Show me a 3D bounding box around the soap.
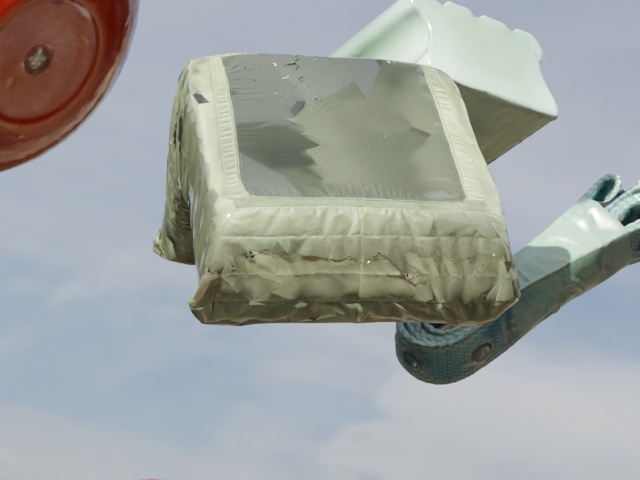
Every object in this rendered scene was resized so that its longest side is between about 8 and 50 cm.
[{"bbox_3d":[0.046,-0.085,1.514,0.160,0.087,0.265,15,-38,-42],"label":"soap"}]

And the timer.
[{"bbox_3d":[-0.369,-0.248,1.931,0.279,0.378,0.378,39,-2,32],"label":"timer"}]

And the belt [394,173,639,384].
[{"bbox_3d":[0.195,0.029,1.680,0.087,0.302,0.072,42,-27,38],"label":"belt"}]

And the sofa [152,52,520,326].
[{"bbox_3d":[0.000,0.000,1.196,0.210,0.225,0.176,0,-51,-14],"label":"sofa"}]

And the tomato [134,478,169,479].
[{"bbox_3d":[-0.167,0.291,1.491,0.101,0.228,0.228,26,-19,-27],"label":"tomato"}]
